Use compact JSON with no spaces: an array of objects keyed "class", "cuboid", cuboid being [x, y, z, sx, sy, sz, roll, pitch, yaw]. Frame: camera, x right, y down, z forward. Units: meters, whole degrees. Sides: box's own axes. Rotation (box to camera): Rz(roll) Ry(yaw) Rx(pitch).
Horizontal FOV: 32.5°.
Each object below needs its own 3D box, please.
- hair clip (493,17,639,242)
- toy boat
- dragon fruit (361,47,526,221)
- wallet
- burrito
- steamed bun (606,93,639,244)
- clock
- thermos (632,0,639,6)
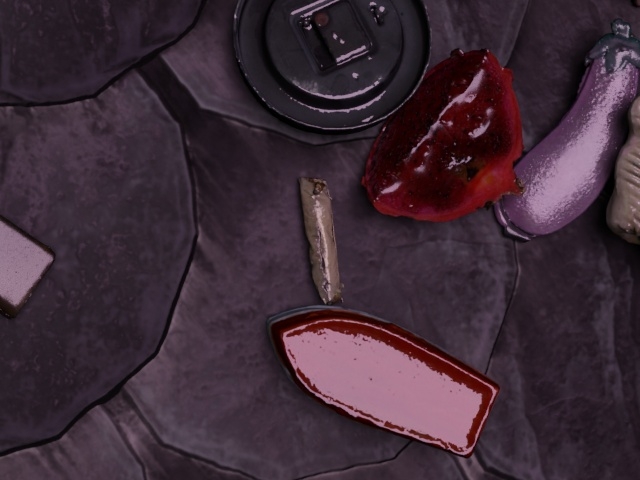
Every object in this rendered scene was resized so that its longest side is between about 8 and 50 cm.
[{"class":"hair clip","cuboid":[0.383,-0.151,1.625,0.110,0.095,0.359,32,83,-32]},{"class":"toy boat","cuboid":[0.076,0.182,1.515,0.332,0.133,0.145,24,87,0]},{"class":"dragon fruit","cuboid":[0.192,-0.122,1.563,0.211,0.134,0.262,39,95,-20]},{"class":"wallet","cuboid":[-0.456,0.006,1.440,0.198,0.031,0.110,35,79,-9]},{"class":"burrito","cuboid":[0.000,0.000,1.546,0.045,0.041,0.185,-3,85,-55]},{"class":"steamed bun","cuboid":[0.571,-0.095,1.597,0.268,0.207,0.280,12,108,21]},{"class":"clock","cuboid":[0.016,-0.281,1.533,0.280,0.055,0.281,1,79,-5]},{"class":"thermos","cuboid":[0.532,-0.422,1.671,0.232,0.099,0.124,-14,128,-13]}]
